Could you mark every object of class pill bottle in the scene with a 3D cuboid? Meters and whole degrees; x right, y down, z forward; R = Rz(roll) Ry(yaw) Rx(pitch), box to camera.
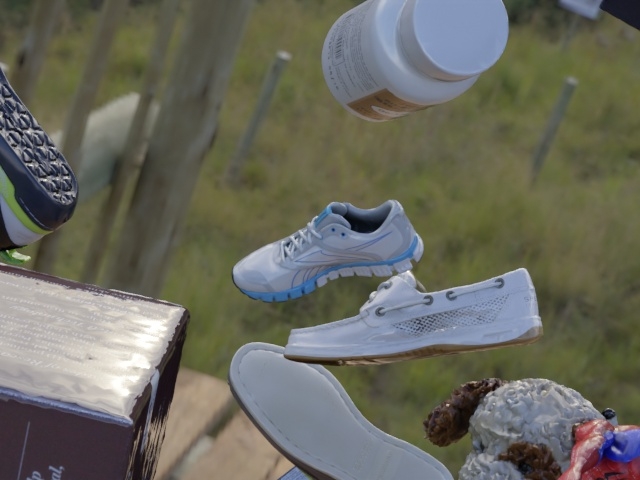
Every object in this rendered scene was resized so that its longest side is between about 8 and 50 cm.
[{"bbox_3d":[0.098,-0.200,1.576,0.131,0.131,0.229,13,-8,-18],"label":"pill bottle"}]

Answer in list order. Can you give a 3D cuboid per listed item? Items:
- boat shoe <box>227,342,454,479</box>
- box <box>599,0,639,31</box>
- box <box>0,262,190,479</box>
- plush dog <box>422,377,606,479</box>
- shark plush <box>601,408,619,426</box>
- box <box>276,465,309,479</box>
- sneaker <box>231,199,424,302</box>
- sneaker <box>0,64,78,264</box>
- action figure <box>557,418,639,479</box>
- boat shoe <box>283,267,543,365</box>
[{"bbox_3d":[0.013,0.245,1.860,0.324,0.097,0.116,35,61,-8],"label":"boat shoe"},{"bbox_3d":[0.382,-0.263,1.521,0.158,0.093,0.156,29,47,1],"label":"box"},{"bbox_3d":[-0.182,0.122,0.861,0.167,0.168,0.203,14,15,0],"label":"box"},{"bbox_3d":[0.182,0.224,1.253,0.211,0.225,0.262,-10,17,-38],"label":"plush dog"},{"bbox_3d":[0.252,0.205,1.403,0.067,0.073,0.161,6,-28,46],"label":"shark plush"},{"bbox_3d":[-0.063,0.376,1.979,0.056,0.231,0.183,52,1,21],"label":"box"},{"bbox_3d":[0.000,0.000,1.499,0.191,0.083,0.071,-16,43,5],"label":"sneaker"},{"bbox_3d":[-0.278,-0.087,1.145,0.234,0.097,0.084,58,23,-2],"label":"sneaker"},{"bbox_3d":[0.242,0.122,0.921,0.091,0.280,0.139,53,25,-5],"label":"action figure"},{"bbox_3d":[0.094,0.079,1.634,0.277,0.096,0.098,-8,-7,9],"label":"boat shoe"}]
